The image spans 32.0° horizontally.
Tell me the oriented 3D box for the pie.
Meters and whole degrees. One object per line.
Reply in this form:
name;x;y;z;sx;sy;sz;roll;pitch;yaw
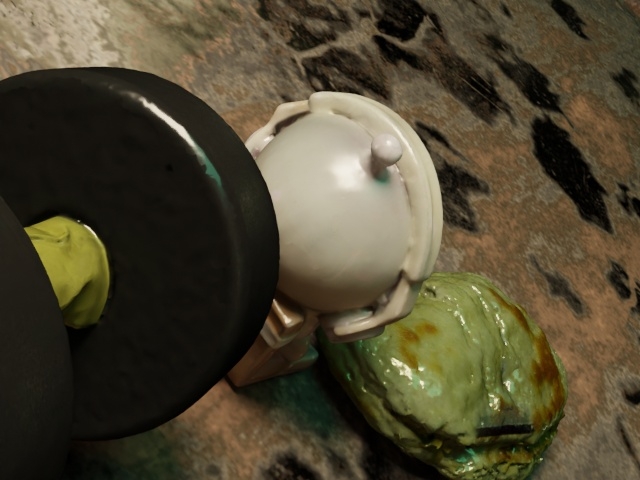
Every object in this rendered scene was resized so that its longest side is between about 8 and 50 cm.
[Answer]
pie;0.115;0.099;0.891;0.248;0.090;0.201;-5;58;-50

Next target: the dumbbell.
dumbbell;-0.157;0.027;0.495;0.204;0.204;0.322;48;18;3

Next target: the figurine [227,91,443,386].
figurine;-0.002;0.000;0.742;0.141;0.237;0.162;-15;63;-46
